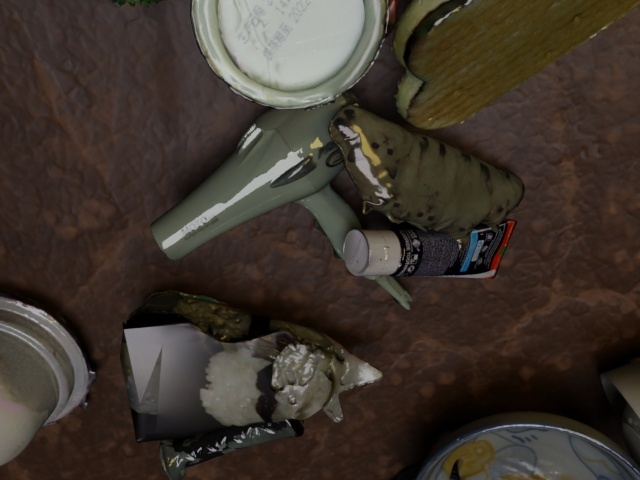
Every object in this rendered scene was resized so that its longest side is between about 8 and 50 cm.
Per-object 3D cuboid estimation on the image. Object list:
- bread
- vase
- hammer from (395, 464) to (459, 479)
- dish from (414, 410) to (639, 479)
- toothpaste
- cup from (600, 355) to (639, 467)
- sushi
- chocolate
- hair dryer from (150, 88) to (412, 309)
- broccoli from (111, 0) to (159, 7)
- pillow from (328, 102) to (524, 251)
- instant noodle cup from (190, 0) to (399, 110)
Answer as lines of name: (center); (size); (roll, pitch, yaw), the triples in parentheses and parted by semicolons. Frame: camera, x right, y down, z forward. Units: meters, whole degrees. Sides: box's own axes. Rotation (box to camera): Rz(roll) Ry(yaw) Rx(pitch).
bread: (0.171, -0.206, 0.584); (0.287, 0.056, 0.207); (-33, 154, 10)
vase: (-0.106, 0.229, 0.848); (0.167, 0.059, 0.059); (-24, 113, 11)
hammer: (0.184, 0.374, 0.932); (0.103, 0.029, 0.246); (-35, 112, 16)
dish: (0.240, 0.302, 0.839); (0.274, 0.134, 0.273); (3, 105, 11)
toothpaste: (0.115, 0.013, 0.727); (0.194, 0.045, 0.071); (-2, 119, -30)
cup: (0.444, 0.191, 0.782); (0.226, 0.185, 0.241); (-29, 146, 7)
sushi: (-0.075, 0.122, 0.785); (0.273, 0.109, 0.134); (-1, 112, -15)
chocolate: (-0.366, 0.161, 0.770); (0.222, 0.147, 0.221); (1, 113, 3)
hair dryer: (-0.037, 0.001, 0.715); (0.229, 0.092, 0.267); (-19, 117, -6)
broccoli: (-0.194, -0.300, 0.524); (0.265, 0.245, 0.294); (-25, 94, -29)
pillow: (0.101, -0.048, 0.674); (0.241, 0.051, 0.093); (18, 79, -33)
instant noodle cup: (-0.019, -0.189, 0.565); (0.193, 0.212, 0.193); (0, 116, 0)
